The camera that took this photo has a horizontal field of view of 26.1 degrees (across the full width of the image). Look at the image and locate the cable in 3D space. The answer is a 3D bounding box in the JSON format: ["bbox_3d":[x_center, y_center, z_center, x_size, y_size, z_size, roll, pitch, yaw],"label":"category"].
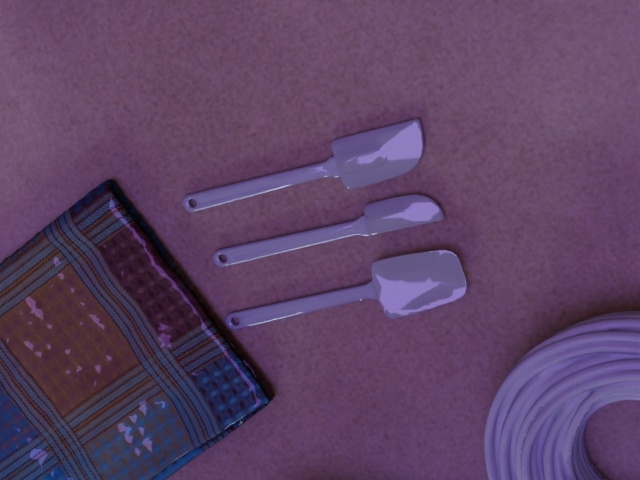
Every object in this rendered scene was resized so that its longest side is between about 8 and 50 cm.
[{"bbox_3d":[0.272,0.180,1.176,0.257,0.089,0.257,-35,92,24],"label":"cable"}]

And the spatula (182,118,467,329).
[{"bbox_3d":[0.000,0.000,1.248,0.242,0.019,0.168,-14,102,21],"label":"spatula"}]

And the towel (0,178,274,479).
[{"bbox_3d":[-0.258,0.148,1.364,0.370,0.040,0.271,-36,93,23],"label":"towel"}]
